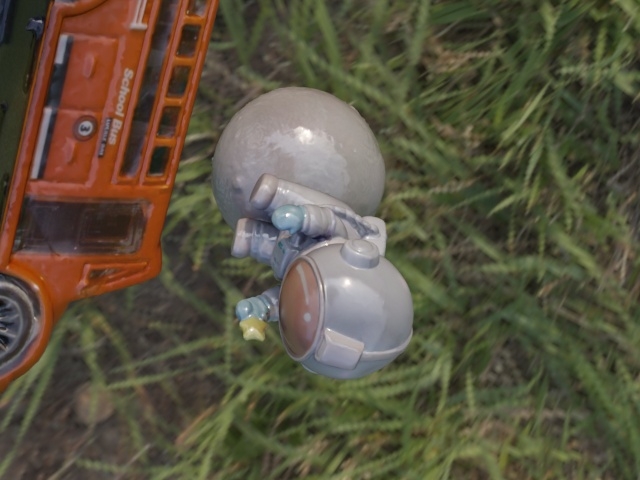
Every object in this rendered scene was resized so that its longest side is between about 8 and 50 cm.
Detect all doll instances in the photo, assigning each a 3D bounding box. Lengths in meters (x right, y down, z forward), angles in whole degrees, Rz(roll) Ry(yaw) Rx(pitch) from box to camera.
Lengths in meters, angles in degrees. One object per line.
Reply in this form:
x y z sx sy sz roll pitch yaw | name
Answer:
0.000 0.000 1.373 0.151 0.287 0.151 -8 132 -9 | doll

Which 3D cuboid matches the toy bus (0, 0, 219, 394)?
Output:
-0.153 -0.077 0.989 0.143 0.153 0.329 34 115 48 | toy bus
